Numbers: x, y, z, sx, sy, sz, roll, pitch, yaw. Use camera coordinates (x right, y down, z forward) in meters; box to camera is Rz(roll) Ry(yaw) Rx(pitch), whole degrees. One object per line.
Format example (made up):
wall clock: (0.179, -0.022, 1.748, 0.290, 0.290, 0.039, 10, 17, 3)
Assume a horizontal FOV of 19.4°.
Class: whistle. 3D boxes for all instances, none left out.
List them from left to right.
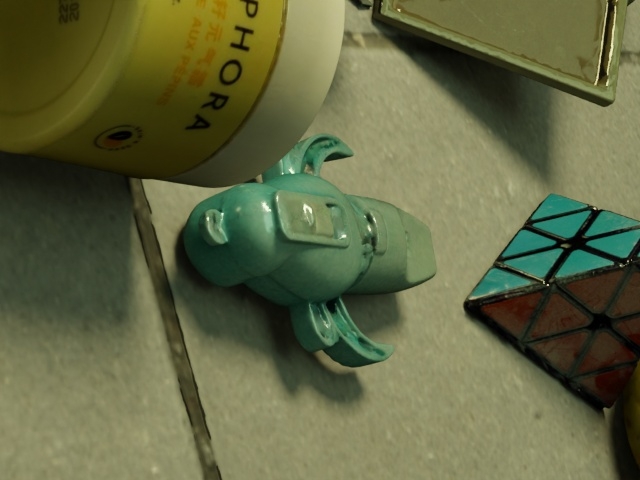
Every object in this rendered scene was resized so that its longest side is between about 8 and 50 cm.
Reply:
whistle: (0.000, 0.000, 1.421, 0.274, 0.093, 0.186, 8, 66, -52)

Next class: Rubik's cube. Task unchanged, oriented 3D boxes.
Rubik's cube: (0.230, 0.040, 1.723, 0.178, 0.211, 0.190, -99, 179, -49)

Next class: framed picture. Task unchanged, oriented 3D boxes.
framed picture: (0.185, -0.311, 1.736, 0.247, 0.022, 0.335, 18, 68, -19)

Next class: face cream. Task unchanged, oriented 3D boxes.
face cream: (-0.123, -0.152, 1.233, 0.179, 0.218, 0.218, 9, 66, -48)

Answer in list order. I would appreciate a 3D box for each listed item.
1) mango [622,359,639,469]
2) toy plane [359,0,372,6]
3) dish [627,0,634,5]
mango: (0.408, 0.133, 1.776, 0.253, 0.182, 0.365, 50, 42, -21)
toy plane: (-0.002, -0.301, 1.588, 0.226, 0.058, 0.226, -26, 105, -49)
dish: (0.261, -0.337, 1.881, 0.256, 0.117, 0.256, 26, 53, -41)
